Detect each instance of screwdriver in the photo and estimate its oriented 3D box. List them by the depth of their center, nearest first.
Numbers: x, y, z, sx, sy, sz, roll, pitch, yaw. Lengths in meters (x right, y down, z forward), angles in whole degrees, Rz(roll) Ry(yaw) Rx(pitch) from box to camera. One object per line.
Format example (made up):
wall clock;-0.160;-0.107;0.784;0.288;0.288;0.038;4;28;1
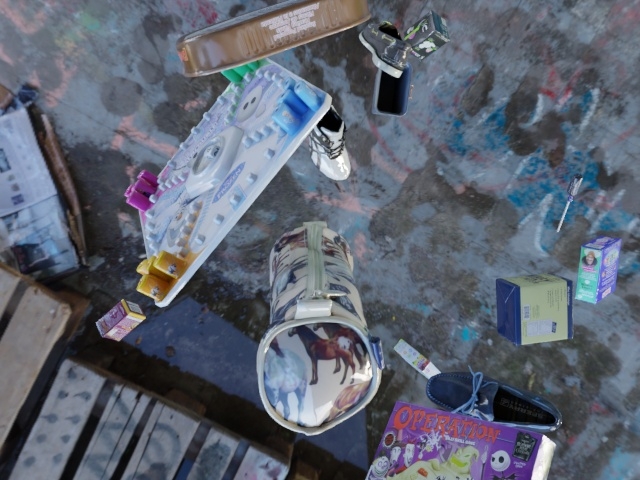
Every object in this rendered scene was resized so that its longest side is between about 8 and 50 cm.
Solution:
screwdriver;0.536;-0.075;1.101;0.025;0.170;0.024;26;55;32

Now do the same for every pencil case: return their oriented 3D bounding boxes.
pencil case;-0.008;0.097;0.796;0.160;0.410;0.183;11;108;-6

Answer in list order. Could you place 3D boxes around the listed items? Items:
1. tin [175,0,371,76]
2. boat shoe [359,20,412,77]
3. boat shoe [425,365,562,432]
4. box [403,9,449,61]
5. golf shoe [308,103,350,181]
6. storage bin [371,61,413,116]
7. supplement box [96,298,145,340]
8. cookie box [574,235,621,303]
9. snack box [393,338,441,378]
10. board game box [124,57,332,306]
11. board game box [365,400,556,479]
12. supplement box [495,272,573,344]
tin;-0.043;-0.200;0.480;0.189;0.106;0.040;-24;123;-14
boat shoe;0.140;-0.416;1.070;0.081;0.228;0.069;17;124;-23
boat shoe;0.337;0.307;1.006;0.258;0.089;0.109;4;75;18
box;0.237;-0.457;1.145;0.083;0.052;0.062;-27;59;43
golf shoe;0.016;-0.194;1.004;0.077;0.094;0.198;-34;121;-10
storage bin;0.178;-0.377;1.292;0.098;0.091;0.135;6;94;-9
supplement box;-0.437;0.175;1.120;0.083;0.055;0.043;-40;62;2
cookie box;0.523;0.054;0.961;0.092;0.040;0.107;-16;111;-38
snack box;0.260;0.321;1.349;0.100;0.141;0.037;34;82;37
board game box;-0.190;-0.142;0.857;0.050;0.390;0.390;35;100;-35
board game box;0.230;0.420;0.925;0.056;0.347;0.208;43;62;-22
supplement box;0.297;0.094;0.710;0.083;0.056;0.083;-5;98;-7
